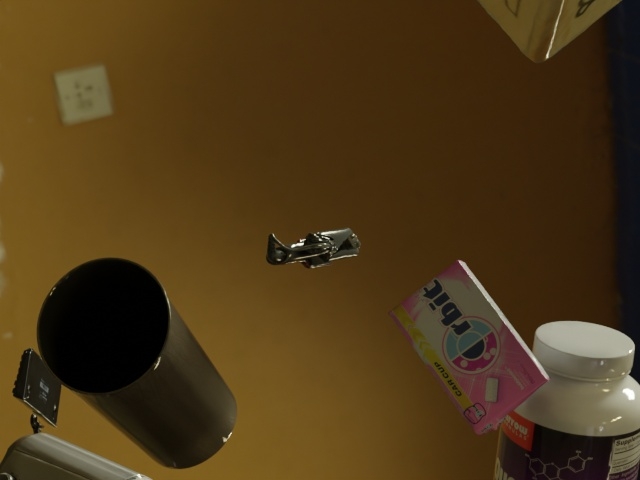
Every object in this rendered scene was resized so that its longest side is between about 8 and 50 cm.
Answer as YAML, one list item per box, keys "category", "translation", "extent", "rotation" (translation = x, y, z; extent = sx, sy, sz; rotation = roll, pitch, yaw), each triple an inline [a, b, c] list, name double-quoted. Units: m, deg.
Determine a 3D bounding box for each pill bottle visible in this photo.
- category: "pill bottle"
  translation: [0.316, 0.275, 1.672]
  extent: [0.181, 0.181, 0.323]
  rotation: [-141, -129, -61]

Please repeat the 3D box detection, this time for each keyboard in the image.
- category: "keyboard"
  translation: [-0.420, 0.233, 1.932]
  extent: [0.180, 0.023, 0.108]
  rotation: [76, 17, -69]

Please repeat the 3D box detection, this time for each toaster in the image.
- category: "toaster"
  translation: [-0.172, 0.261, 1.073]
  extent: [0.146, 0.129, 0.227]
  rotation: [11, -31, 37]

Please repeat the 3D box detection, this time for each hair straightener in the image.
- category: "hair straightener"
  translation: [0.000, 0.000, 1.590]
  extent: [0.230, 0.089, 0.047]
  rotation: [8, 63, -67]

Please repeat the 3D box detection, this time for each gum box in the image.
- category: "gum box"
  translation: [0.182, 0.130, 1.567]
  extent: [0.188, 0.107, 0.062]
  rotation: [54, 9, 11]

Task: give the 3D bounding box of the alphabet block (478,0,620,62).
- category: "alphabet block"
  translation: [0.186, -0.288, 1.006]
  extent: [0.193, 0.192, 0.197]
  rotation: [49, -3, 11]

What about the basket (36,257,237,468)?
- category: "basket"
  translation: [-0.200, 0.156, 1.514]
  extent: [0.204, 0.154, 0.227]
  rotation: [46, -9, 42]
